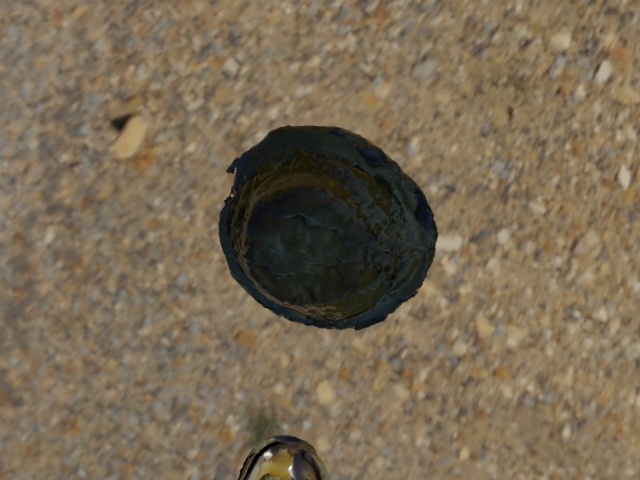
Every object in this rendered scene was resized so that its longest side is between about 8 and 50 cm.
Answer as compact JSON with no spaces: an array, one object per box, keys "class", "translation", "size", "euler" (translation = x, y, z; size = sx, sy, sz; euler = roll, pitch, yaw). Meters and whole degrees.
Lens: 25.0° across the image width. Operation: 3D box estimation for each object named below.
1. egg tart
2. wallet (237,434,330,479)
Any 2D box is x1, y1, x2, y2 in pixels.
[{"class":"egg tart","translation":[0.000,0.000,0.786],"size":[0.128,0.049,0.129],"euler":[7,118,14]},{"class":"wallet","translation":[-0.022,0.149,0.486],"size":[0.031,0.110,0.198],"euler":[10,152,1]}]
